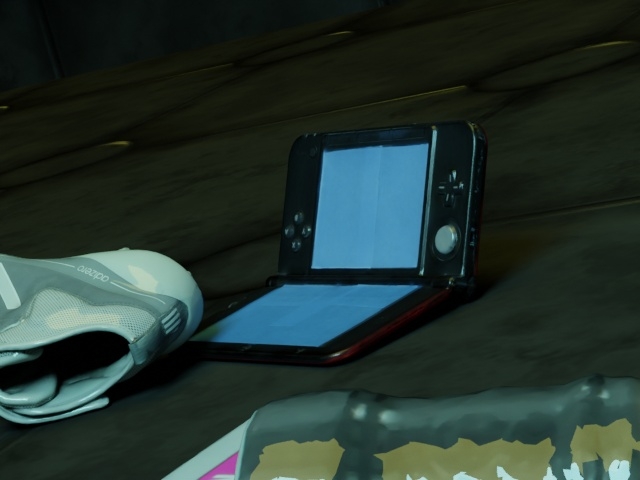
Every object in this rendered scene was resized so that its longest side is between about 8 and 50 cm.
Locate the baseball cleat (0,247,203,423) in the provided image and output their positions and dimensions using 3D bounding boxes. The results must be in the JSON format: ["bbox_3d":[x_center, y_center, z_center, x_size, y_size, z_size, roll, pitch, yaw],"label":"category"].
[{"bbox_3d":[-0.159,0.047,0.969,0.206,0.072,0.109,-13,18,33],"label":"baseball cleat"}]

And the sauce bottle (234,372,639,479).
[{"bbox_3d":[0.155,0.047,0.368,0.344,0.111,0.111,-5,13,12],"label":"sauce bottle"}]

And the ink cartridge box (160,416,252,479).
[{"bbox_3d":[0.014,0.109,0.470,0.239,0.060,0.275,-9,13,35],"label":"ink cartridge box"}]

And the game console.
[{"bbox_3d":[0.000,0.000,0.958,0.085,0.124,0.144,10,-7,-39],"label":"game console"}]
